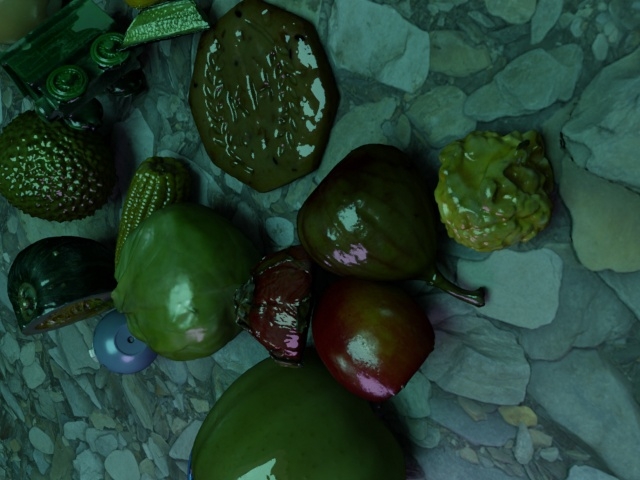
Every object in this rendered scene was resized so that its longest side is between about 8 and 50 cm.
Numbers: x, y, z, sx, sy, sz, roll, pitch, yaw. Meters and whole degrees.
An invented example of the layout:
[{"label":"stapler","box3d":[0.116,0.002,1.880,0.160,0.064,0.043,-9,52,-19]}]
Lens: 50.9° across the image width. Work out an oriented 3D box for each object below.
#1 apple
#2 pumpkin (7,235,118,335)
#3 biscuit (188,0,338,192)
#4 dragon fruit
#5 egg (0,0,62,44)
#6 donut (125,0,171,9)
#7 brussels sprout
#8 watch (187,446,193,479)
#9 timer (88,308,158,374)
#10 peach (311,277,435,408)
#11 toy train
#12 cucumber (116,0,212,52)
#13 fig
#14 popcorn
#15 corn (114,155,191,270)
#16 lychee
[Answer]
[{"label":"apple","box3d":[-0.049,0.408,1.225,0.312,0.360,0.320,55,177,-32]},{"label":"pumpkin","box3d":[-0.609,0.088,1.611,0.293,0.263,0.197,-29,78,44]},{"label":"biscuit","box3d":[-0.119,-0.262,1.245,0.359,0.046,0.359,12,109,37]},{"label":"dragon fruit","box3d":[-0.084,0.105,1.184,0.148,0.224,0.218,10,136,2]},{"label":"egg","box3d":[-0.699,-0.549,1.519,0.244,0.201,0.201,-35,80,17]},{"label":"donut","box3d":[-0.327,-0.561,1.287,0.253,0.118,0.254,30,133,38]},{"label":"brussels sprout","box3d":[-0.252,0.086,1.330,0.328,0.247,0.328,-2,87,47]},{"label":"watch","box3d":[-0.148,0.495,1.392,0.274,0.241,0.305,47,121,37]},{"label":"timer","box3d":[-0.491,0.248,1.620,0.255,0.175,0.175,-20,90,42]},{"label":"peach","box3d":[0.092,0.163,1.092,0.226,0.189,0.196,43,143,43]},{"label":"toy train","box3d":[-0.497,-0.357,1.395,0.202,0.266,0.145,41,163,13]},{"label":"cucumber","box3d":[-0.302,-0.415,1.286,0.220,0.046,0.071,-6,104,23]},{"label":"fig","box3d":[0.127,0.007,1.042,0.321,0.217,0.217,42,128,-2]},{"label":"popcorn","box3d":[0.243,-0.073,0.950,0.180,0.180,0.170,62,157,7]},{"label":"corn","box3d":[-0.374,-0.023,1.467,0.131,0.131,0.344,39,124,24]},{"label":"lychee","box3d":[-0.601,-0.170,1.521,0.319,0.270,0.270,-5,101,22]}]
